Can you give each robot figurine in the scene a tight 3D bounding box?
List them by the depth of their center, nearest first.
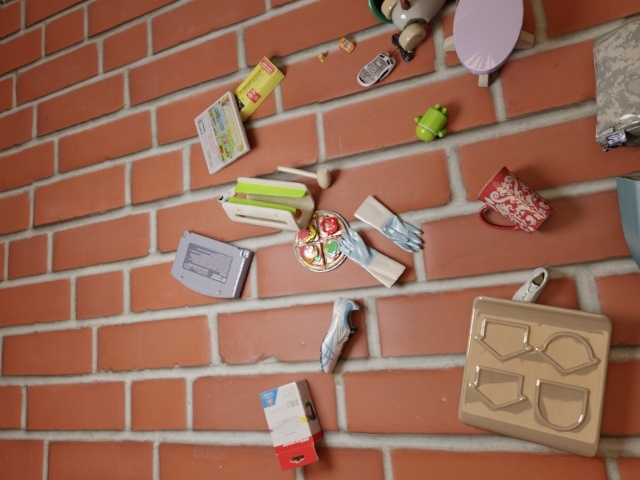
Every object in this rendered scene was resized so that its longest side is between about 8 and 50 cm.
[{"bbox_3d":[0.330,-0.346,1.391,0.101,0.067,0.115,36,97,16],"label":"robot figurine"}]

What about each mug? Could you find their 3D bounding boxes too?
[{"bbox_3d":[0.523,-0.094,1.264,0.113,0.150,0.169,-39,69,-26],"label":"mug"}]

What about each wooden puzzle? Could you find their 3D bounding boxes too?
[{"bbox_3d":[0.538,0.332,1.192,0.322,0.080,0.348,7,90,24],"label":"wooden puzzle"}]

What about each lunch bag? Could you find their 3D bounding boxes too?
[{"bbox_3d":[0.803,-0.378,1.123,0.256,0.212,0.305,-5,79,40],"label":"lunch bag"}]

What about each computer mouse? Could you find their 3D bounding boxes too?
[{"bbox_3d":[0.200,-0.563,1.498,0.193,0.042,0.106,-40,73,7],"label":"computer mouse"}]

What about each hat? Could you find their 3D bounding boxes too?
[{"bbox_3d":[0.199,-0.821,1.536,0.209,0.172,0.183,-64,29,11],"label":"hat"}]

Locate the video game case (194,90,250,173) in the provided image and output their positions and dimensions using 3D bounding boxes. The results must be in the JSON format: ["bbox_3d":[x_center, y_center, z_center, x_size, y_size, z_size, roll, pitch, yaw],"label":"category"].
[{"bbox_3d":[-0.356,-0.383,1.680,0.206,0.026,0.227,-24,78,35],"label":"video game case"}]

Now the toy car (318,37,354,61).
[{"bbox_3d":[0.052,-0.636,1.572,0.122,0.040,0.060,-35,70,15],"label":"toy car"}]

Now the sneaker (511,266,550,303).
[{"bbox_3d":[0.547,0.134,1.226,0.053,0.061,0.152,32,96,23],"label":"sneaker"}]

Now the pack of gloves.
[{"bbox_3d":[0.182,0.005,1.426,0.232,0.046,0.195,38,86,21],"label":"pack of gloves"}]

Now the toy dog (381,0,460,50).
[{"bbox_3d":[0.330,-0.733,1.378,0.220,0.161,0.334,38,95,8],"label":"toy dog"}]

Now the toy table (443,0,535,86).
[{"bbox_3d":[0.465,-0.577,1.308,0.252,0.161,0.275,19,92,20],"label":"toy table"}]

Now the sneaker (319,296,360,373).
[{"bbox_3d":[0.057,0.291,1.404,0.086,0.085,0.237,16,92,17],"label":"sneaker"}]

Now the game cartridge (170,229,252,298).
[{"bbox_3d":[-0.388,0.092,1.645,0.294,0.060,0.196,17,85,25],"label":"game cartridge"}]

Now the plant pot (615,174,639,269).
[{"bbox_3d":[0.820,-0.022,1.038,0.247,0.247,0.253,-2,98,23],"label":"plant pot"}]

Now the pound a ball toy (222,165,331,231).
[{"bbox_3d":[-0.130,-0.138,1.544,0.319,0.136,0.208,9,58,26],"label":"pound a ball toy"}]

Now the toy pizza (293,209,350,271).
[{"bbox_3d":[0.000,0.000,1.500,0.201,0.032,0.202,-4,80,23],"label":"toy pizza"}]

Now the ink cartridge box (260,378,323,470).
[{"bbox_3d":[-0.082,0.557,1.423,0.134,0.078,0.231,-24,73,19],"label":"ink cartridge box"}]

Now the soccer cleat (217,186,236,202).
[{"bbox_3d":[-0.331,-0.163,1.668,0.083,0.035,0.029,-35,70,15],"label":"soccer cleat"}]

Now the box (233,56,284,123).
[{"bbox_3d":[-0.240,-0.535,1.674,0.232,0.058,0.087,-44,67,12],"label":"box"}]
